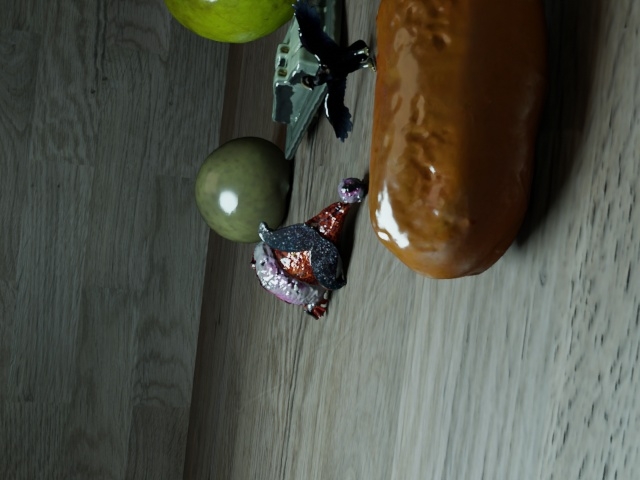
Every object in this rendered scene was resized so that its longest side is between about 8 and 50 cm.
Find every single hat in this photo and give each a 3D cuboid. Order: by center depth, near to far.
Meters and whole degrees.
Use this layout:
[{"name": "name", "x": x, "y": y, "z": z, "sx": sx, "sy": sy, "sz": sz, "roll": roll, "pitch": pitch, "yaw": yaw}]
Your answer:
[{"name": "hat", "x": 0.001, "y": 0.003, "z": 0.933, "sx": 0.140, "sy": 0.129, "sz": 0.227, "roll": 48, "pitch": 126, "yaw": 12}]

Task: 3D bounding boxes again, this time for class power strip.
[{"name": "power strip", "x": -0.036, "y": -0.311, "z": 1.164, "sx": 0.251, "sy": 0.092, "sz": 0.257, "roll": 115, "pitch": 160, "yaw": -58}]

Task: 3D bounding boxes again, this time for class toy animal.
[{"name": "toy animal", "x": 0.022, "y": -0.237, "z": 0.908, "sx": 0.062, "sy": 0.108, "sz": 0.220, "roll": -112, "pitch": -4, "yaw": -53}]

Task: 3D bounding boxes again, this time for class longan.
[{"name": "longan", "x": -0.158, "y": -0.105, "z": 1.349, "sx": 0.196, "sy": 0.196, "sz": 0.220, "roll": -125, "pitch": 46, "yaw": -68}]

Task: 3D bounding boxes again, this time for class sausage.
[{"name": "sausage", "x": 0.104, "y": -0.097, "z": 0.504, "sx": 0.133, "sy": 0.133, "sz": 0.258, "roll": -162, "pitch": 77, "yaw": -74}]

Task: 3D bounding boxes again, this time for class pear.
[{"name": "pear", "x": -0.154, "y": -0.555, "z": 1.241, "sx": 0.413, "sy": 0.352, "sz": 0.352, "roll": -96, "pitch": 18, "yaw": -58}]
